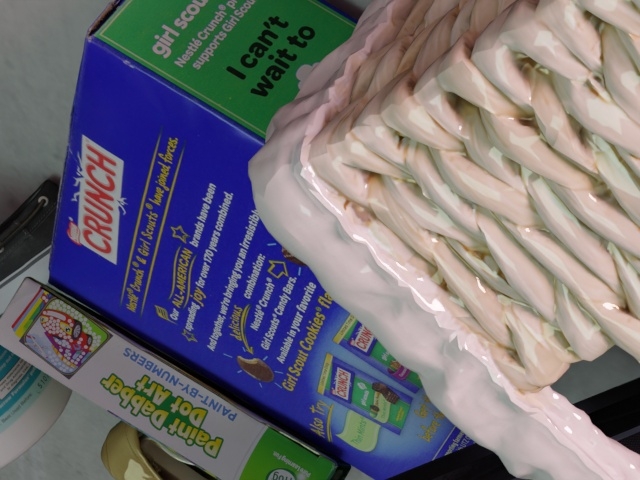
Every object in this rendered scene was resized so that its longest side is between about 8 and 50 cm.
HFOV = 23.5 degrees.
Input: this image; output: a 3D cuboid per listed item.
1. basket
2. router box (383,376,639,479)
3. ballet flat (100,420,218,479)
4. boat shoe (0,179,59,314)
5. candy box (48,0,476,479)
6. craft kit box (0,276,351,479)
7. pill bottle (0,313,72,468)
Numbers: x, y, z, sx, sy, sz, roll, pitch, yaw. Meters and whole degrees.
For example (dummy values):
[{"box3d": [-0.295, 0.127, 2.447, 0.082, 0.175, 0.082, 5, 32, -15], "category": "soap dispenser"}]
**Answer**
[{"box3d": [0.217, -0.050, 0.547, 0.328, 0.331, 0.266, 44, 141, -11], "category": "basket"}, {"box3d": [0.164, 0.215, 0.838, 0.243, 0.308, 0.081, 62, 150, 21], "category": "router box"}, {"box3d": [-0.085, 0.228, 1.316, 0.232, 0.080, 0.073, 34, 129, -1], "category": "ballet flat"}, {"box3d": [-0.277, 0.034, 1.151, 0.076, 0.228, 0.080, 57, 179, -11], "category": "boat shoe"}, {"box3d": [0.000, 0.000, 0.951, 0.317, 0.122, 0.268, 30, 145, 5], "category": "candy box"}, {"box3d": [-0.098, 0.123, 1.128, 0.246, 0.061, 0.250, 33, 174, 8], "category": "craft kit box"}, {"box3d": [-0.332, 0.061, 1.263, 0.146, 0.146, 0.264, -8, 125, 44], "category": "pill bottle"}]
